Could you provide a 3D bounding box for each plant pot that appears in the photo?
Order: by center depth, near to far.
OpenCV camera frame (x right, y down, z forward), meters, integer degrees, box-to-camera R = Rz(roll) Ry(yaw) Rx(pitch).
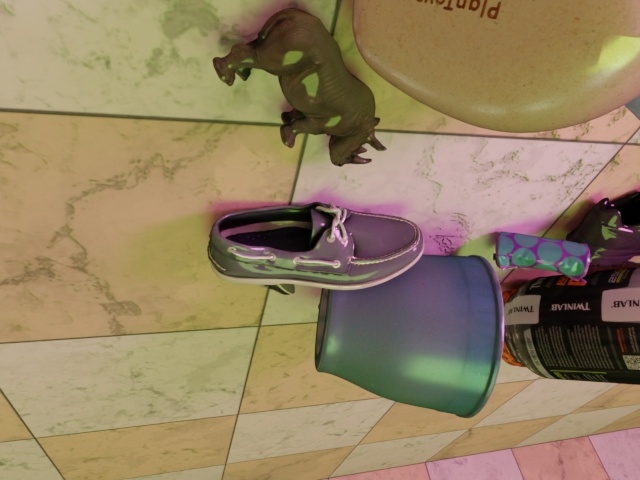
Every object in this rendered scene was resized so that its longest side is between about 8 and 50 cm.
[{"bbox_3d":[0.125,0.141,0.813,0.256,0.271,0.271,8,141,-3],"label":"plant pot"}]

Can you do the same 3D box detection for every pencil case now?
[{"bbox_3d":[0.382,0.028,0.841,0.152,0.070,0.064,8,171,17],"label":"pencil case"}]

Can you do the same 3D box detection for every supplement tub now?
[{"bbox_3d":[0.515,0.162,0.912,0.207,0.206,0.338,18,160,-35],"label":"supplement tub"}]

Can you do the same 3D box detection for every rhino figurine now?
[{"bbox_3d":[0.002,-0.148,0.530,0.106,0.073,0.243,-26,143,21],"label":"rhino figurine"}]

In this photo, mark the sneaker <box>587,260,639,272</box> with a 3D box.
[{"bbox_3d":[0.687,0.092,0.970,0.121,0.108,0.302,16,161,-37],"label":"sneaker"}]

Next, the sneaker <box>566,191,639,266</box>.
[{"bbox_3d":[0.594,-0.029,0.854,0.287,0.109,0.130,-7,137,-12],"label":"sneaker"}]

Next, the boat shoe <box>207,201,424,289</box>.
[{"bbox_3d":[0.000,0.000,0.688,0.320,0.116,0.099,-3,146,-6],"label":"boat shoe"}]

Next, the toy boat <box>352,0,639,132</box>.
[{"bbox_3d":[0.170,-0.244,0.362,0.148,0.268,0.318,-24,140,-46],"label":"toy boat"}]

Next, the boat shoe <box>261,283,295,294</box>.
[{"bbox_3d":[-0.090,0.058,0.791,0.038,0.046,0.125,-30,138,20],"label":"boat shoe"}]

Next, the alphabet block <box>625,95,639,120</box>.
[{"bbox_3d":[0.342,-0.218,0.414,0.194,0.192,0.197,-11,151,-42],"label":"alphabet block"}]
